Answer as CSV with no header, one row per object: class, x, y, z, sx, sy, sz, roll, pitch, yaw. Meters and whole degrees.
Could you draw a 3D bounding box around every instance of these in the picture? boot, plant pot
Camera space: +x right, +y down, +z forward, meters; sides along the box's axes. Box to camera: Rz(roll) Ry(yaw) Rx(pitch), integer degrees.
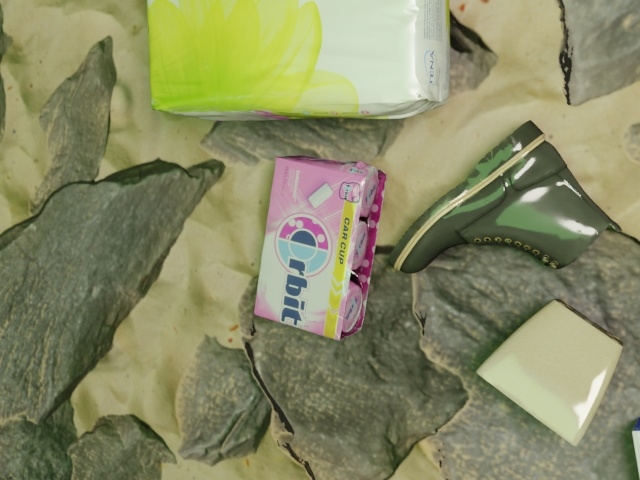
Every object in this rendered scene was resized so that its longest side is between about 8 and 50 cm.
boot,0.174,0.000,0.827,0.137,0.077,0.198,49,116,7
plant pot,0.227,0.115,0.800,0.109,0.109,0.096,37,100,18

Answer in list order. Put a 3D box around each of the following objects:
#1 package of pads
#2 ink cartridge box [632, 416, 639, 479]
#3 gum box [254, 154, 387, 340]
package of pads,-0.026,-0.227,0.800,0.296,0.101,0.229,2,98,25
ink cartridge box,0.356,0.268,0.783,0.097,0.046,0.207,-9,93,29
gum box,0.000,0.000,0.918,0.107,0.062,0.189,14,103,25
